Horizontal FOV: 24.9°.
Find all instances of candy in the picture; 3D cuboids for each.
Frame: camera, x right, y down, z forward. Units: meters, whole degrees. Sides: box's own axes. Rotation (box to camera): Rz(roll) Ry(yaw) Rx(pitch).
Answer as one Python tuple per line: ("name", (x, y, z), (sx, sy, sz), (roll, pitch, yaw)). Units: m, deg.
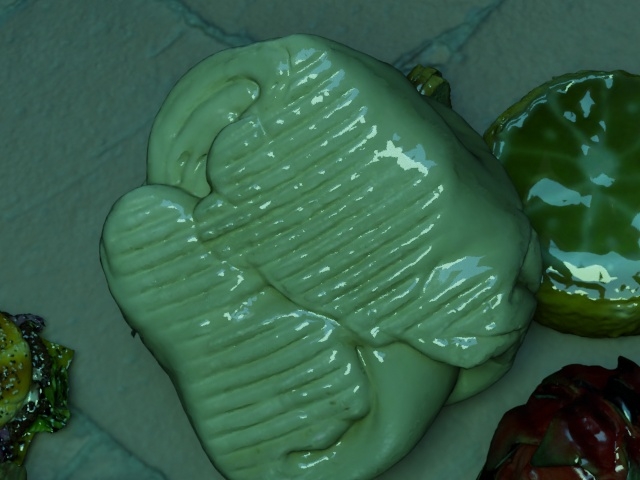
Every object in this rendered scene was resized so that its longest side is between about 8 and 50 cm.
("candy", (0.260, -0.034, 1.334), (0.260, 0.118, 0.260), (-5, 64, 10))

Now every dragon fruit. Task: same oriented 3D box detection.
("dragon fruit", (0.227, 0.188, 1.198), (0.182, 0.182, 0.189), (26, 70, 17))

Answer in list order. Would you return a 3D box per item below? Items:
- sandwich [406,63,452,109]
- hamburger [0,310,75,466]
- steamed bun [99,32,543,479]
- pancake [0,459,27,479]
("sandwich", (0.089, -0.117, 1.393), (0.035, 0.105, 0.093), (32, 69, 19))
("hamburger", (-0.320, 0.129, 1.329), (0.189, 0.093, 0.164), (7, 65, 8))
("steamed bun", (0.000, 0.000, 1.255), (0.342, 0.255, 0.368), (-30, 98, 13))
("pancake", (-0.323, 0.252, 1.191), (0.212, 0.029, 0.235), (-52, 32, -4))
